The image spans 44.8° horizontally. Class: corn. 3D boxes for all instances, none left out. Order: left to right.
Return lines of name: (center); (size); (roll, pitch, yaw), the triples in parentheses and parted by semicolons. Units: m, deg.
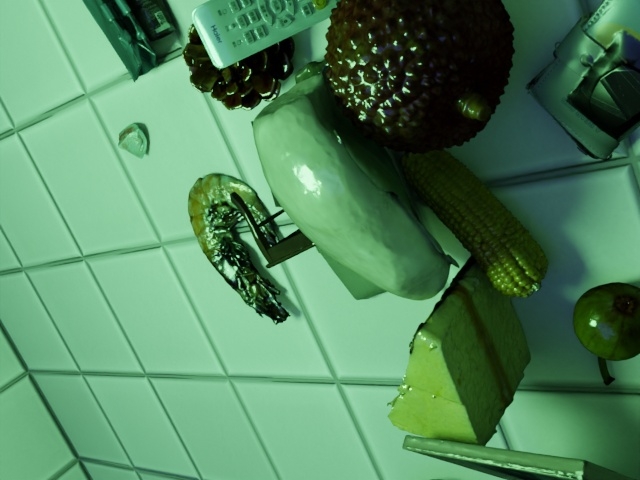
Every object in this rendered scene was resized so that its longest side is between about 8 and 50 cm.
corn: (0.249, -0.043, 1.260); (0.313, 0.102, 0.102); (52, 139, 6)

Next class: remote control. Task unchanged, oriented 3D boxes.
remote control: (-0.055, -0.377, 1.228); (0.293, 0.051, 0.103); (-24, 104, 7)

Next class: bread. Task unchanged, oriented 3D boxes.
bread: (0.211, 0.170, 1.315); (0.198, 0.263, 0.236); (-1, 120, 36)

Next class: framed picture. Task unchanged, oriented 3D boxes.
framed picture: (0.393, 0.389, 1.252); (0.446, 0.028, 0.326); (27, 159, -36)

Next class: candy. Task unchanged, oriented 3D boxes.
candy: (0.052, -0.066, 1.236); (0.186, 0.386, 0.427); (-40, 118, 11)

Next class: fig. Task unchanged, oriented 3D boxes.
fig: (0.460, 0.156, 1.225); (0.124, 0.124, 0.236); (24, 154, 28)

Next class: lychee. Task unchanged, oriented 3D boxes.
lychee: (0.135, -0.252, 1.088); (0.304, 0.275, 0.276); (55, 145, 37)

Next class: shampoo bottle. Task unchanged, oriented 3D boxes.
shampoo bottle: (-0.358, -0.496, 1.522); (0.063, 0.057, 0.208); (-17, 106, 47)

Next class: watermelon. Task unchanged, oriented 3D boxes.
watermelon: (-0.433, -0.229, 1.769); (0.085, 0.061, 0.085); (32, 143, 28)

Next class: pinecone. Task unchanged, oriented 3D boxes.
pinecone: (-0.151, -0.321, 1.360); (0.207, 0.208, 0.208); (23, 130, 29)

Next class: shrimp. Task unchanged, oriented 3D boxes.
shrimp: (-0.166, 0.013, 1.699); (0.365, 0.071, 0.233); (54, 133, 7)

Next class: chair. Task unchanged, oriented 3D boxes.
chair: (0.000, 0.000, 1.453); (0.160, 0.186, 0.319); (-26, 97, 42)

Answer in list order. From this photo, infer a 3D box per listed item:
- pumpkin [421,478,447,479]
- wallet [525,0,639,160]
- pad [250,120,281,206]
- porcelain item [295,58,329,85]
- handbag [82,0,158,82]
pumpkin: (0.263, 0.648, 1.647); (0.300, 0.207, 0.300); (21, 119, 43)
wallet: (0.390, -0.222, 1.035); (0.170, 0.069, 0.231); (43, 139, 3)
pad: (-0.068, -0.149, 1.541); (0.127, 0.004, 0.190); (5, 121, 40)
porcelain item: (-0.015, -0.266, 1.364); (0.081, 0.069, 0.216); (55, 141, 16)
handbag: (-0.403, -0.441, 1.542); (0.229, 0.062, 0.179); (58, 167, -6)
